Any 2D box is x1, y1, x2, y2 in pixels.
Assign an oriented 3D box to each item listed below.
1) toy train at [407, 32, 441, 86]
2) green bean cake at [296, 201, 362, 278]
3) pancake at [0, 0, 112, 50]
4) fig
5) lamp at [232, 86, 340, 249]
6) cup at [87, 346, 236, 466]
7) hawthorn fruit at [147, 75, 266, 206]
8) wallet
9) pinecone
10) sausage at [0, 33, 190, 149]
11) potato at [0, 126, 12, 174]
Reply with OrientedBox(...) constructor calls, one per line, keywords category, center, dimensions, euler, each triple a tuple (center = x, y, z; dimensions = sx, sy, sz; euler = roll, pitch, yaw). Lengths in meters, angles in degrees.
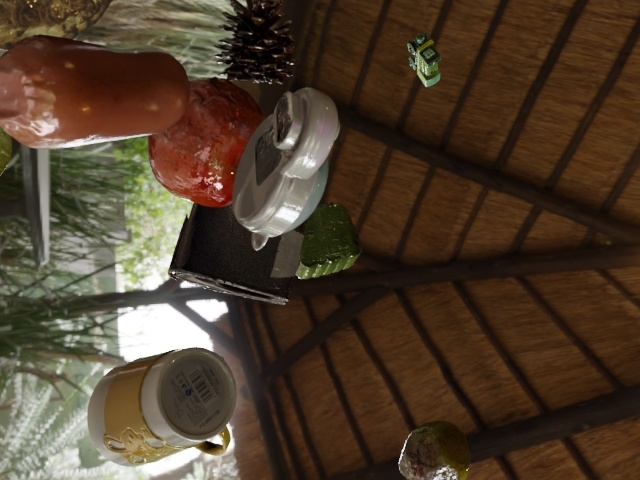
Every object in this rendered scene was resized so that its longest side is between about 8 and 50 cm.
OrientedBox(category="toy train", center=(0.224, -0.390, 1.111), dimensions=(0.081, 0.050, 0.122), euler=(63, 5, 15))
OrientedBox(category="green bean cake", center=(0.000, 0.000, 1.549), dimensions=(0.113, 0.214, 0.200), euler=(121, -45, -60))
OrientedBox(category="pancake", center=(-0.234, -0.245, 0.431), dimensions=(0.021, 0.199, 0.199), euler=(40, -44, 10))
OrientedBox(category="fig", center=(0.258, 0.467, 1.124), dimensions=(0.144, 0.165, 0.154), euler=(35, -37, 20))
OrientedBox(category="lamp", center=(-0.043, -0.105, 0.731), dimensions=(0.246, 0.107, 0.180), euler=(-48, -139, 44))
OrientedBox(category="cup", center=(-0.244, 0.293, 0.879), dimensions=(0.226, 0.241, 0.185), euler=(-29, -154, 40))
OrientedBox(category="hawthorn fruit", center=(-0.182, -0.167, 0.959), dimensions=(0.271, 0.241, 0.242), euler=(38, -53, 30))
OrientedBox(category="wallet", center=(-0.174, 0.010, 1.122), dimensions=(0.071, 0.262, 0.221), euler=(117, -15, -59))
OrientedBox(category="pinecone", center=(-0.121, -0.386, 0.977), dimensions=(0.163, 0.162, 0.165), euler=(-136, -135, -56))
OrientedBox(category="sausage", center=(-0.168, -0.116, 0.403), dimensions=(0.194, 0.077, 0.077), euler=(-45, 147, -67))
OrientedBox(category="potato", center=(-0.997, -0.199, 1.336), dimensions=(0.280, 0.330, 0.213), euler=(-11, -59, 37))
